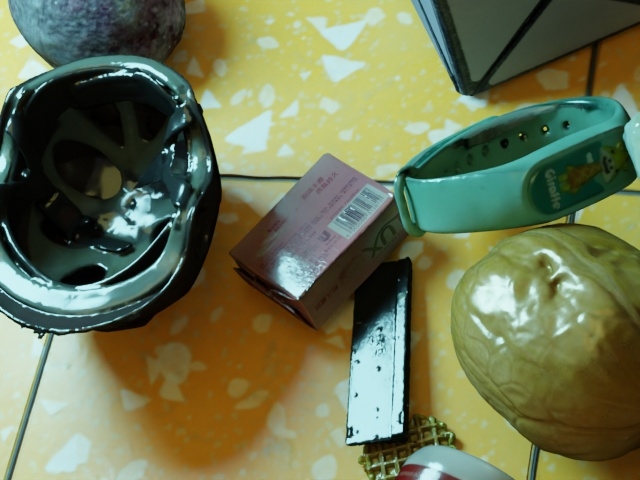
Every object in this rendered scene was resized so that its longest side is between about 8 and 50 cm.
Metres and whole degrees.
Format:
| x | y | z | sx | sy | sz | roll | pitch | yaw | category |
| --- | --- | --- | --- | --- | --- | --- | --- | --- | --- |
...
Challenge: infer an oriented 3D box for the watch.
| x | y | z | sx | sy | sz | roll | pitch | yaw | category |
| --- | --- | --- | --- | --- | --- | --- | --- | --- | --- |
| 0.180 | -0.070 | 1.554 | 0.237 | 0.068 | 0.195 | -26 | 21 | -26 | watch |

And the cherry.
| x | y | z | sx | sy | sz | roll | pitch | yaw | category |
| --- | --- | --- | --- | --- | --- | --- | --- | --- | --- |
| -0.236 | -0.258 | 1.790 | 0.195 | 0.195 | 0.195 | -8 | 58 | 13 | cherry |

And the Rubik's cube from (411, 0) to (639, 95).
| x | y | z | sx | sy | sz | roll | pitch | yaw | category |
| --- | --- | --- | --- | --- | --- | --- | --- | --- | --- |
| 0.185 | -0.334 | 1.668 | 0.259 | 0.255 | 0.260 | -22 | 54 | 5 | Rubik's cube |

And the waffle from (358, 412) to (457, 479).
| x | y | z | sx | sy | sz | roll | pitch | yaw | category |
| --- | --- | --- | --- | --- | --- | --- | --- | --- | --- |
| 0.080 | 0.191 | 1.527 | 0.085 | 0.016 | 0.078 | -42 | 58 | -9 | waffle |

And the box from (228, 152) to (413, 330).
| x | y | z | sx | sy | sz | roll | pitch | yaw | category |
| --- | --- | --- | --- | --- | --- | --- | --- | --- | --- |
| 0.000 | 0.000 | 1.633 | 0.156 | 0.060 | 0.111 | -45 | 50 | -13 | box |

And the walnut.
| x | y | z | sx | sy | sz | roll | pitch | yaw | category |
| --- | --- | --- | --- | --- | --- | --- | --- | --- | --- |
| 0.218 | 0.084 | 1.454 | 0.226 | 0.193 | 0.193 | 33 | 74 | 36 | walnut |

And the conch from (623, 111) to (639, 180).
| x | y | z | sx | sy | sz | roll | pitch | yaw | category |
| --- | --- | --- | --- | --- | --- | --- | --- | --- | --- |
| 0.411 | -0.032 | 1.387 | 0.303 | 0.215 | 0.319 | -15 | 63 | -38 | conch |

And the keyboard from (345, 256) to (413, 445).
| x | y | z | sx | sy | sz | roll | pitch | yaw | category |
| --- | --- | --- | --- | --- | --- | --- | --- | --- | --- |
| 0.057 | 0.102 | 1.577 | 0.060 | 0.018 | 0.195 | -10 | 52 | 20 | keyboard |

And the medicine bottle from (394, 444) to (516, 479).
| x | y | z | sx | sy | sz | roll | pitch | yaw | category |
| --- | --- | --- | --- | --- | --- | --- | --- | --- | --- |
| 0.076 | 0.300 | 1.394 | 0.131 | 0.131 | 0.250 | 21 | 68 | 26 | medicine bottle |

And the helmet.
| x | y | z | sx | sy | sz | roll | pitch | yaw | category |
| --- | --- | --- | --- | --- | --- | --- | --- | --- | --- |
| -0.205 | -0.019 | 1.644 | 0.225 | 0.177 | 0.305 | 6 | 68 | 11 | helmet |
